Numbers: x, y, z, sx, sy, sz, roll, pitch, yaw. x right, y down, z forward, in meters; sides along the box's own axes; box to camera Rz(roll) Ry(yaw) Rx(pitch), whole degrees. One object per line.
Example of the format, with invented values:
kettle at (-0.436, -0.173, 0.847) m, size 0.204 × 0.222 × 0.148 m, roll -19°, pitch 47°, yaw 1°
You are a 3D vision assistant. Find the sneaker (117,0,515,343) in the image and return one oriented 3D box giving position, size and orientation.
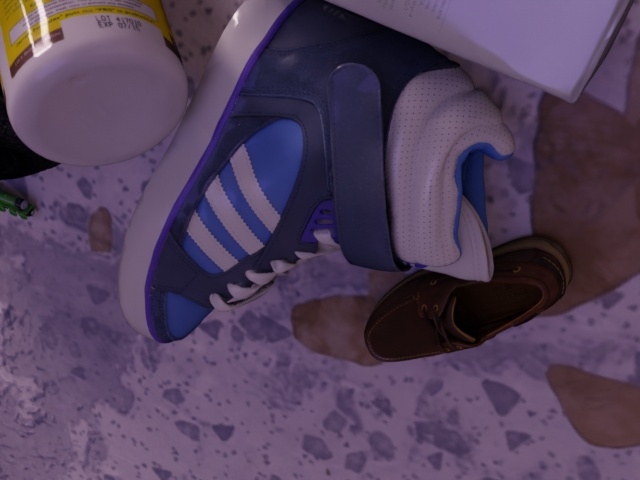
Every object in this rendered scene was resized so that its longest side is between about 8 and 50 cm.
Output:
sneaker at (0.000, 0.000, 0.634) m, size 0.236 × 0.130 × 0.323 m, roll 33°, pitch 116°, yaw 13°

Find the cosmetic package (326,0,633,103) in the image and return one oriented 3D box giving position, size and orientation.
cosmetic package at (0.075, -0.175, 0.533) m, size 0.231 × 0.117 × 0.085 m, roll 28°, pitch 121°, yaw 13°

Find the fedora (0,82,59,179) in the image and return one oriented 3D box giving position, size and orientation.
fedora at (-0.343, -0.147, 0.669) m, size 0.334 × 0.334 × 0.153 m, roll 1°, pitch 82°, yaw 24°

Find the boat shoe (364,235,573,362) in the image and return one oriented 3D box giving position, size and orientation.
boat shoe at (0.101, 0.052, 0.653) m, size 0.178 × 0.060 × 0.064 m, roll -27°, pitch 99°, yaw 32°

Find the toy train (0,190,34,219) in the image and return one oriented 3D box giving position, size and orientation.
toy train at (-0.308, -0.041, 0.822) m, size 0.083 × 0.017 × 0.024 m, roll 18°, pitch 147°, yaw 17°

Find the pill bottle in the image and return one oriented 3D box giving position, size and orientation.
pill bottle at (-0.172, -0.165, 0.605) m, size 0.117 × 0.117 × 0.215 m, roll -42°, pitch 55°, yaw 33°
